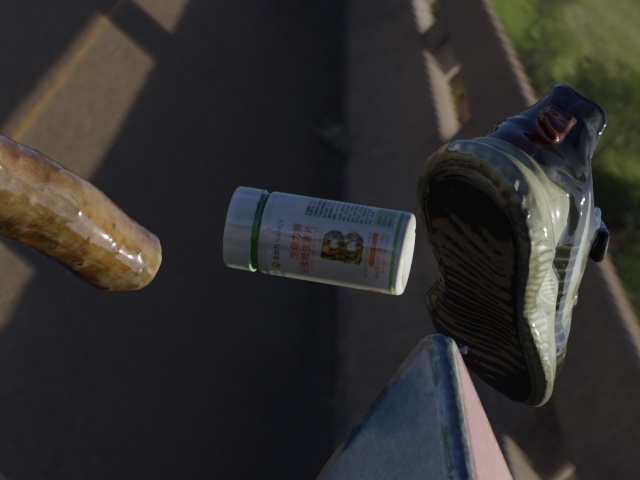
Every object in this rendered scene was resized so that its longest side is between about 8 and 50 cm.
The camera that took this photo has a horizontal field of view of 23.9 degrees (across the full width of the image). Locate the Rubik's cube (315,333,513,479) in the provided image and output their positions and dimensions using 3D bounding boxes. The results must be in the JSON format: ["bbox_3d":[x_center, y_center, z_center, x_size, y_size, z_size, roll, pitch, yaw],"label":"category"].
[{"bbox_3d":[0.041,0.224,0.604,0.229,0.228,0.233,39,52,19],"label":"Rubik's cube"}]

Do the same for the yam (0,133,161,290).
[{"bbox_3d":[-0.168,-0.031,0.750,0.241,0.057,0.057,33,17,-48],"label":"yam"}]

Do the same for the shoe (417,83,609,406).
[{"bbox_3d":[0.125,0.005,0.891,0.099,0.112,0.227,33,-24,30],"label":"shoe"}]

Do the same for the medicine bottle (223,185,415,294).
[{"bbox_3d":[0.000,0.000,1.530,0.183,0.086,0.086,9,10,9],"label":"medicine bottle"}]
